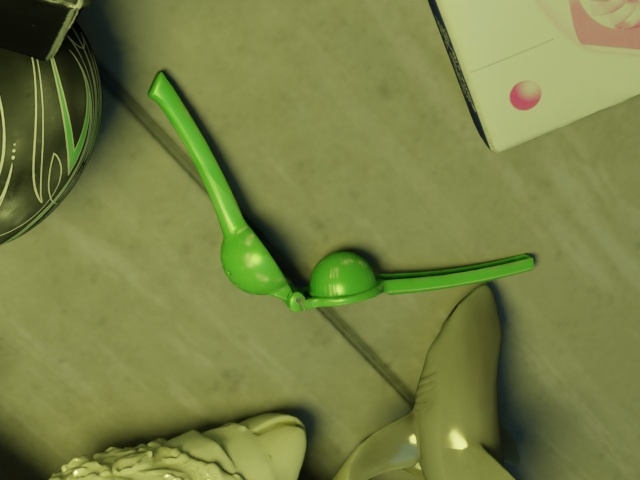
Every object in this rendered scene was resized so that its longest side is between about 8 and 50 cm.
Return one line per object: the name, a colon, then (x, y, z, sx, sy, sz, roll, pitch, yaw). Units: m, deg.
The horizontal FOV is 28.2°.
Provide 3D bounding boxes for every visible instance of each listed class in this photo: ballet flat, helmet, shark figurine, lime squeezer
ballet flat: (-0.006, 0.205, 0.966, 0.409, 0.147, 0.147, 22, 111, -21)
helmet: (-0.212, -0.078, 0.756, 0.169, 0.169, 0.161, -32, 96, 8)
shark figurine: (0.136, 0.190, 0.904, 0.166, 0.116, 0.278, -35, 103, -23)
lime squeezer: (0.000, 0.000, 0.900, 0.310, 0.059, 0.110, 25, 78, -18)

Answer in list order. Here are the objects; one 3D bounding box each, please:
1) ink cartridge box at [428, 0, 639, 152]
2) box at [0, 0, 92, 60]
ink cartridge box: (0.201, -0.258, 0.782, 0.330, 0.071, 0.324, -23, 117, 5)
box: (-0.240, -0.288, 0.579, 0.343, 0.179, 0.313, 16, 86, -15)
